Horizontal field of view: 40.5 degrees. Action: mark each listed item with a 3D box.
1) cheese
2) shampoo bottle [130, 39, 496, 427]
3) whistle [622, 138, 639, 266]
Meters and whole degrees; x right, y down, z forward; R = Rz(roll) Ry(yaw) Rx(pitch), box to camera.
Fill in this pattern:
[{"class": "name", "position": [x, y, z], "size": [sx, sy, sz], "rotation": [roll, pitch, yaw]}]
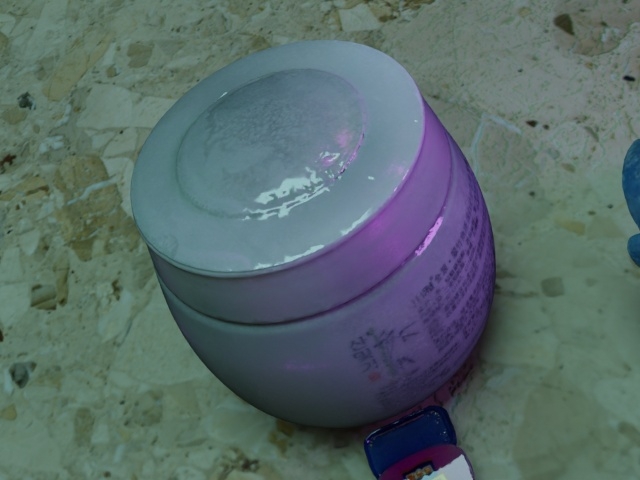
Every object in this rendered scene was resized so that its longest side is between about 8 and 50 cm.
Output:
[{"class": "cheese", "position": [0.094, 0.227, 0.620], "size": [0.155, 0.062, 0.244], "rotation": [-25, 46, 7]}, {"class": "shampoo bottle", "position": [0.000, 0.000, 0.712], "size": [0.273, 0.266, 0.273], "rotation": [-13, 48, 15]}, {"class": "whistle", "position": [0.301, 0.009, 0.653], "size": [0.093, 0.180, 0.269], "rotation": [151, 133, -66]}]
